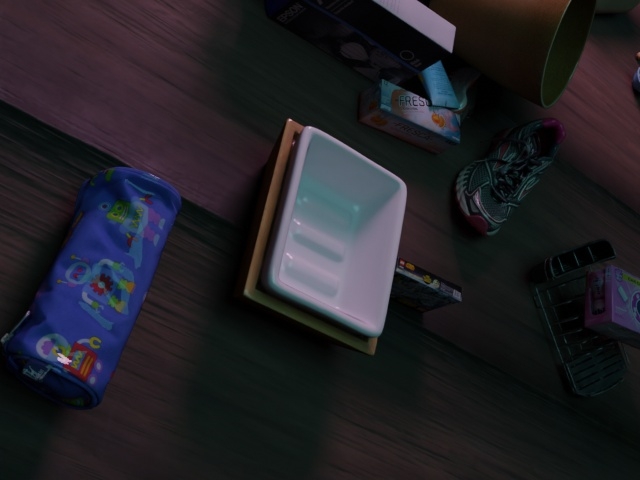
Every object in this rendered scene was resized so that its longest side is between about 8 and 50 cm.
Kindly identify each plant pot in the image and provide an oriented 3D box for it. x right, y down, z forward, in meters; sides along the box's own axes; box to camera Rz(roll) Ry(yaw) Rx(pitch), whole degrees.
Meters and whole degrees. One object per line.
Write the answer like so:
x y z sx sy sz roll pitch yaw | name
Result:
0.330 -0.391 1.644 0.254 0.237 0.237 25 48 23 | plant pot

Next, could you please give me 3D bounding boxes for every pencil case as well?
-0.277 0.050 1.119 0.133 0.119 0.306 28 59 -17 | pencil case

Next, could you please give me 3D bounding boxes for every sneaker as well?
0.259 -0.262 1.692 0.158 0.061 0.065 -58 141 -40 | sneaker
0.341 -0.128 1.660 0.121 0.112 0.299 47 53 -15 | sneaker

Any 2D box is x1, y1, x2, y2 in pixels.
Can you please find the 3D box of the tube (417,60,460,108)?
0.183 -0.323 1.618 0.080 0.052 0.207 -6 67 -41 | tube

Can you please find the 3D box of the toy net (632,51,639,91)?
0.784 -0.402 2.139 0.122 0.045 0.232 42 54 -19 | toy net

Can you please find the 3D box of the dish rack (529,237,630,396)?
0.500 0.147 1.711 0.208 0.074 0.272 -14 83 -39 | dish rack

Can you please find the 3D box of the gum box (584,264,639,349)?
0.558 0.125 1.679 0.188 0.062 0.107 22 64 -32 | gum box

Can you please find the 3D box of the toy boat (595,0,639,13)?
0.630 -0.600 2.049 0.231 0.151 0.151 -11 51 -40 | toy boat

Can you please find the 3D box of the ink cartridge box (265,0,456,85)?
0.042 -0.368 1.479 0.332 0.165 0.065 27 61 -27 | ink cartridge box

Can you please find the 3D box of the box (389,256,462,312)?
0.142 0.072 1.449 0.137 0.094 0.027 25 61 -29 | box

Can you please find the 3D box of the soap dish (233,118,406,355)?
0.000 0.000 1.349 0.228 0.118 0.291 28 60 -27 | soap dish

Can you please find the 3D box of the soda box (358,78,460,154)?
0.154 -0.210 1.575 0.183 0.063 0.058 18 64 -32 | soda box
